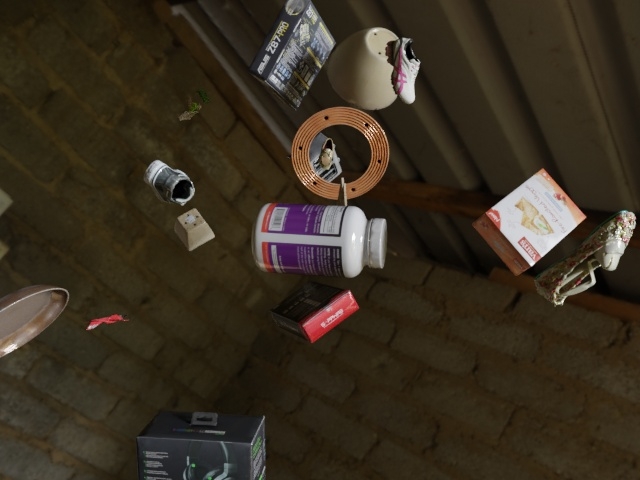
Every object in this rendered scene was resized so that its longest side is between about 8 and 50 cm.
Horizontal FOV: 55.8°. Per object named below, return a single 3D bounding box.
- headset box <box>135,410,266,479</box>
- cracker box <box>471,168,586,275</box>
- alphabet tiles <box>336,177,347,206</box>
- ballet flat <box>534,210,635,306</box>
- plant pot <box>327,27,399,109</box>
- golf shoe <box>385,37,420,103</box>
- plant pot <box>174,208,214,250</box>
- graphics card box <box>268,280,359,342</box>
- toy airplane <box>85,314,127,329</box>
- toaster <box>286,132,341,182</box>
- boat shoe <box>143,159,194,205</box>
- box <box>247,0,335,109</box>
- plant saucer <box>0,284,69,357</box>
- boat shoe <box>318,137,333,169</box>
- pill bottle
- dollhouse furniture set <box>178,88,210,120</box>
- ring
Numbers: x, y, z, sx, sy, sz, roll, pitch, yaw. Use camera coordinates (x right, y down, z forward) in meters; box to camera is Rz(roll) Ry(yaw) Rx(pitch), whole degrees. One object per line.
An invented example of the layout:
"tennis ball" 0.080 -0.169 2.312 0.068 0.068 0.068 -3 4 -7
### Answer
"headset box" -0.248 0.506 1.286 0.247 0.282 0.131 0 9 7
"cracker box" 0.485 -0.046 1.402 0.155 0.232 0.067 51 -28 8
"alphabet tiles" 0.063 -0.062 1.797 0.009 0.198 0.237 -1 -23 -3
"ballet flat" 0.531 0.045 1.189 0.091 0.241 0.077 15 40 -35
"plant pot" 0.186 -0.632 2.122 0.284 0.284 0.191 36 -28 -2
"golf shoe" 0.243 -0.479 1.719 0.086 0.067 0.186 2 -63 41
"plant pot" -0.454 -0.048 2.151 0.109 0.109 0.096 50 -21 21
"graphics card box" -0.035 0.271 2.373 0.094 0.233 0.371 61 -21 -15
"toy airplane" -0.716 0.267 2.016 0.151 0.151 0.028 169 -91 -67
"toaster" -0.017 -0.310 2.417 0.110 0.186 0.168 36 -21 39
"boat shoe" -0.478 -0.166 1.990 0.119 0.121 0.335 36 -1 5
"box" -0.096 -0.687 2.249 0.097 0.318 0.395 33 6 13
"plant saucer" -0.809 0.212 1.579 0.050 0.311 0.310 49 -15 9
"boat shoe" 0.022 -0.324 2.244 0.050 0.135 0.045 10 -36 -11
"pill bottle" 0.000 0.000 1.531 0.323 0.181 0.181 3 -26 13
"dollhouse furniture set" -0.528 -0.556 2.486 0.152 0.076 0.058 -31 -89 30
"ring" 0.068 -0.301 2.101 0.337 0.336 0.032 40 22 -16
